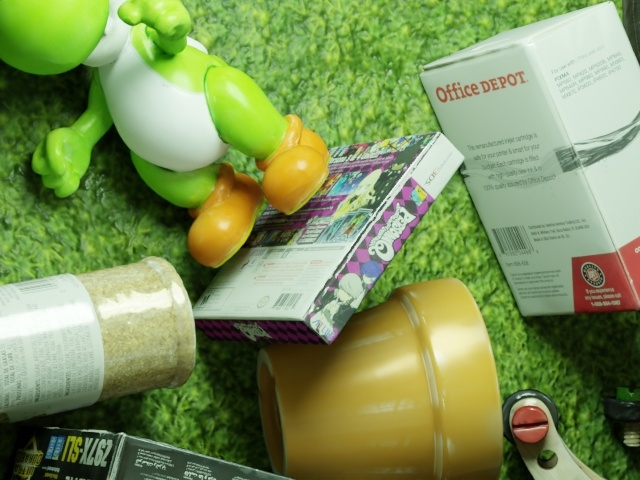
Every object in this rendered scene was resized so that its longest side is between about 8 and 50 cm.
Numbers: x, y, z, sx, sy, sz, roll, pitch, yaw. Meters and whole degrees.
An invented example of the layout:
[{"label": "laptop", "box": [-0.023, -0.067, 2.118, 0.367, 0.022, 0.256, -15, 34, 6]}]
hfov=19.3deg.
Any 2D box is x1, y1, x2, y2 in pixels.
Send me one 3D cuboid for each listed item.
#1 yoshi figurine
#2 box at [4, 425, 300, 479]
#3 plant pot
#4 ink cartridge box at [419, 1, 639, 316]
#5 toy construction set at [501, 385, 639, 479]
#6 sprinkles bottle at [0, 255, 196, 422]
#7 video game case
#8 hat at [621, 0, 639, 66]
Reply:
[{"label": "yoshi figurine", "box": [-0.168, -0.136, 1.615, 0.362, 0.203, 0.203, 46, 75, -14]}, {"label": "box", "box": [-0.080, 0.232, 1.596, 0.322, 0.257, 0.079, 19, 80, -25]}, {"label": "plant pot", "box": [0.045, 0.146, 1.711, 0.188, 0.205, 0.205, -7, 90, -11]}, {"label": "ink cartridge box", "box": [0.234, -0.074, 1.805, 0.114, 0.197, 0.273, -29, 100, -27]}, {"label": "toy construction set", "box": [0.308, 0.267, 1.779, 0.257, 0.309, 0.237, 3, 90, -18]}, {"label": "sprinkles bottle", "box": [-0.284, 0.099, 1.576, 0.355, 0.121, 0.121, -11, 92, -27]}, {"label": "video game case", "box": [0.000, 0.000, 1.665, 0.042, 0.232, 0.210, 43, 69, -20]}, {"label": "hat", "box": [0.393, -0.267, 1.934, 0.331, 0.134, 0.331, -10, 110, -29]}]
